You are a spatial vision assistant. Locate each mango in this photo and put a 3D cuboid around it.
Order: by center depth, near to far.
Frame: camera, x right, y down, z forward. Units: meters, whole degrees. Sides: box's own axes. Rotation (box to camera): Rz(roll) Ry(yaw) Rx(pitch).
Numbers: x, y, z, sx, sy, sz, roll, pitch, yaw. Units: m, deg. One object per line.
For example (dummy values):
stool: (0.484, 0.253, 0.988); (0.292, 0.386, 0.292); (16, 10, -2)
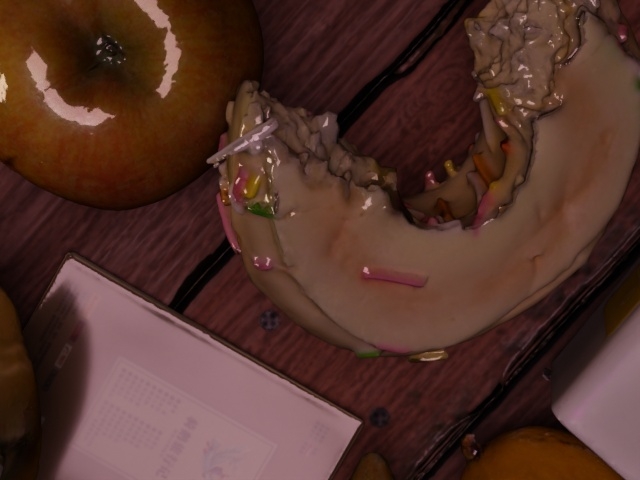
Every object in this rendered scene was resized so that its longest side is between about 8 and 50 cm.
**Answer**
mango: (0.235, 0.281, 1.658); (0.176, 0.119, 0.317); (-35, 100, 30)

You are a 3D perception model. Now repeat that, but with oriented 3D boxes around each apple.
apple: (-0.177, -0.151, 1.570); (0.264, 0.264, 0.264); (0, 97, 2)

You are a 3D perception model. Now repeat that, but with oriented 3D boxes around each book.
book: (-0.146, 0.179, 1.719); (0.310, 0.021, 0.217); (30, 97, -1)

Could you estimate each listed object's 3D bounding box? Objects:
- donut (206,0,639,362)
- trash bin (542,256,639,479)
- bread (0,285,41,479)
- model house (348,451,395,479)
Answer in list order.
donut: (0.098, -0.059, 1.570); (0.371, 0.150, 0.307); (-27, 126, -10)
trash bin: (0.392, 0.069, 1.581); (0.296, 0.256, 0.368); (41, 103, -5)
bread: (-0.388, 0.161, 1.552); (0.210, 0.341, 0.300); (11, 99, 44)
model house: (0.029, 0.330, 1.637); (0.253, 0.184, 0.291); (1, 93, 23)
